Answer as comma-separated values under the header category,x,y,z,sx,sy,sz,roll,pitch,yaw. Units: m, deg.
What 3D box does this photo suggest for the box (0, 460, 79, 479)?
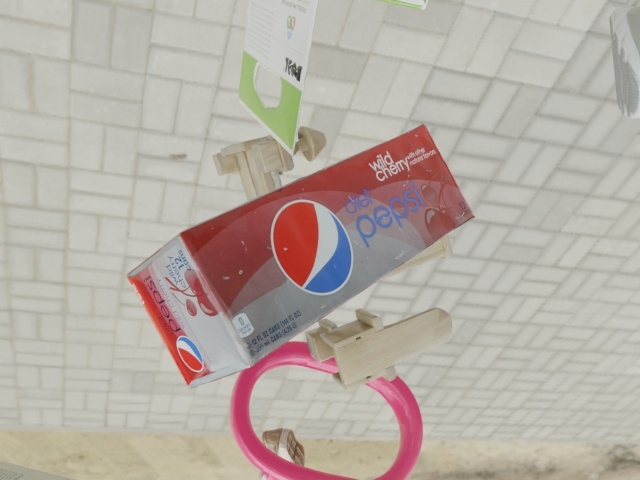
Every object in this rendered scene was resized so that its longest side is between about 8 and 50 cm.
category,x,y,z,sx,sy,sz,roll,pitch,yaw
box,-0.248,0.285,0.607,0.275,0.113,0.094,3,114,27

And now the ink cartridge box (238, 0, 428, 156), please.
category,x,y,z,sx,sy,sz,roll,pitch,yaw
ink cartridge box,0.009,-0.219,0.575,0.097,0.189,0.255,1,115,-24

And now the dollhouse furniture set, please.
category,x,y,z,sx,sy,sz,roll,pitch,yaw
dollhouse furniture set,0.009,-0.007,0.907,0.173,0.355,0.303,-19,101,-17

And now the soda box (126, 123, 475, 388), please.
category,x,y,z,sx,sy,sz,roll,pitch,yaw
soda box,0.000,0.000,0.490,0.263,0.092,0.083,-28,179,-43

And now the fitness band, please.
category,x,y,z,sx,sy,sz,roll,pitch,yaw
fitness band,0.010,0.259,0.964,0.290,0.209,0.054,18,144,-10

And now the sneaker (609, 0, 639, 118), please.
category,x,y,z,sx,sy,sz,roll,pitch,yaw
sneaker,0.393,-0.226,0.745,0.115,0.281,0.105,-1,123,31

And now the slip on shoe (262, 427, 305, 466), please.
category,x,y,z,sx,sy,sz,roll,pitch,yaw
slip on shoe,-0.054,0.323,1.004,0.041,0.051,0.135,0,141,14
